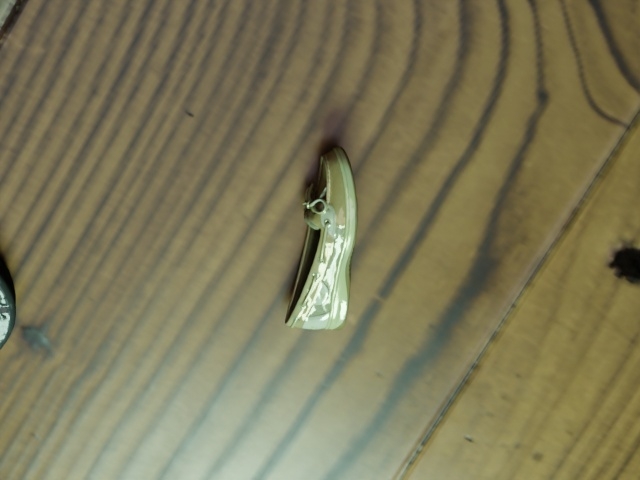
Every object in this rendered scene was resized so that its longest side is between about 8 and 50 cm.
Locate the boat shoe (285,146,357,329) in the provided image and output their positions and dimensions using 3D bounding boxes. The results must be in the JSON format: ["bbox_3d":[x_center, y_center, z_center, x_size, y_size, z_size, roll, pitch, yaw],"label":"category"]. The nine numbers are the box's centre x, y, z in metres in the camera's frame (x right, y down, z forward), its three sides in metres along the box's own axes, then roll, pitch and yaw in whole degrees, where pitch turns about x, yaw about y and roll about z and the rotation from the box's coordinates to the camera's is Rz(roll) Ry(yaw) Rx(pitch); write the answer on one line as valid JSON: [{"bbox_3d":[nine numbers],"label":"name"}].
[{"bbox_3d":[0.000,0.000,1.212,0.048,0.056,0.153,0,112,-11],"label":"boat shoe"}]

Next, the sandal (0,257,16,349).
[{"bbox_3d":[-0.405,-0.069,1.139,0.167,0.107,0.446,-32,118,2],"label":"sandal"}]
